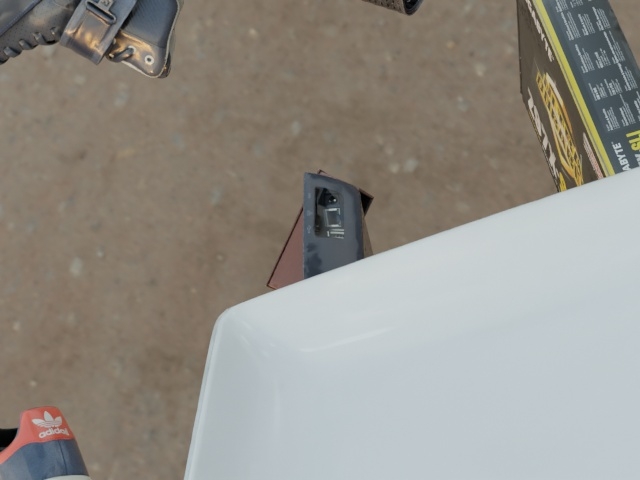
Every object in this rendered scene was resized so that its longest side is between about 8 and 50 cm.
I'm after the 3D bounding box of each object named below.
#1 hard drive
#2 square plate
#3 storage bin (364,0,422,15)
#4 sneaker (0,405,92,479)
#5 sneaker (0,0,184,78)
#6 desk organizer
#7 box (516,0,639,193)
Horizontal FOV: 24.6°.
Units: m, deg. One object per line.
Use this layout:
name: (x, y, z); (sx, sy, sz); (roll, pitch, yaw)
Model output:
hard drive: (0.019, 0.089, 1.196); (0.054, 0.172, 0.255); (-4, 62, 6)
square plate: (0.087, 0.110, 0.684); (0.347, 0.049, 0.344); (-19, 35, 20)
storage bin: (0.056, -0.300, 1.280); (0.084, 0.180, 0.122); (22, 67, 24)
sneaker: (-0.385, 0.310, 1.759); (0.350, 0.131, 0.148); (-38, 61, 38)
sneaker: (-0.194, -0.133, 1.020); (0.226, 0.163, 0.086); (-51, 17, 15)
desk organizer: (0.000, 0.000, 1.479); (0.050, 0.047, 0.130); (24, 89, 25)
box: (0.285, -0.111, 1.518); (0.079, 0.257, 0.322); (-17, 60, 2)
